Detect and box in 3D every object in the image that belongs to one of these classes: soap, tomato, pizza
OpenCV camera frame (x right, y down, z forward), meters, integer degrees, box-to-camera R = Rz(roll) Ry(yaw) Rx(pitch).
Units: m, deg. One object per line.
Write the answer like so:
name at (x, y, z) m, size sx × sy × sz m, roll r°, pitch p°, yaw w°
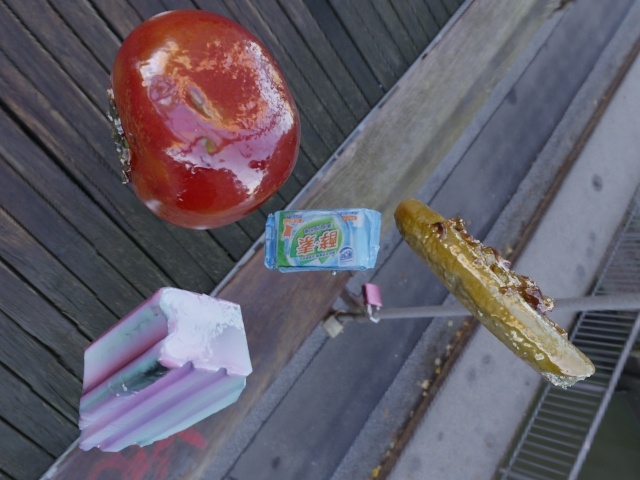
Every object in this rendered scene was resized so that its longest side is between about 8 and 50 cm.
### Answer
soap at (0.000, 0.000, 1.402) m, size 0.077 × 0.292 × 0.156 m, roll 27°, pitch 63°, yaw -67°
soap at (-0.236, 0.198, 0.809) m, size 0.192 × 0.323 × 0.109 m, roll 23°, pitch 42°, yaw -42°
tomato at (-0.185, -0.181, 0.912) m, size 0.289 × 0.293 × 0.325 m, roll -13°, pitch 73°, yaw -25°
pizza at (0.238, 0.061, 0.792) m, size 0.086 × 0.335 × 0.226 m, roll -50°, pitch 152°, yaw 13°

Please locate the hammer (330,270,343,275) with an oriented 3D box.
hammer at (0.029, 0.045, 1.640) m, size 0.182 × 0.062 × 0.017 m, roll 52°, pitch 17°, yaw -51°
